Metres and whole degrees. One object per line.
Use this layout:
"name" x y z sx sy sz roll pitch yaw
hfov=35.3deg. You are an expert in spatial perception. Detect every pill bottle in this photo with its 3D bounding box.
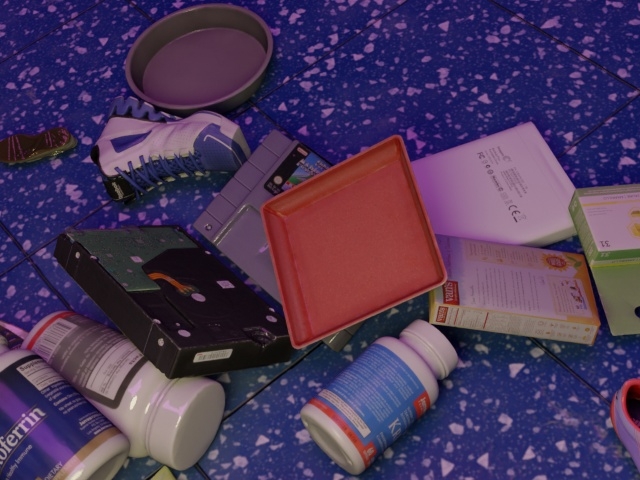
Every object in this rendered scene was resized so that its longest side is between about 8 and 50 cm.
"pill bottle" -0.399 0.242 1.353 0.265 0.153 0.153 39 67 11
"pill bottle" -0.293 0.220 1.476 0.283 0.161 0.161 20 59 22
"pill bottle" 0.089 0.215 1.430 0.221 0.124 0.124 -40 57 -19

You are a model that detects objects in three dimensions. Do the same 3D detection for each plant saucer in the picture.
"plant saucer" 0.050 0.007 1.506 0.259 0.048 0.258 -26 60 20

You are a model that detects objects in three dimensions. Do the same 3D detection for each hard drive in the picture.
"hard drive" -0.223 0.083 1.534 0.237 0.064 0.339 -2 32 -47
"hard drive" 0.231 -0.053 1.655 0.353 0.047 0.233 -19 53 -4

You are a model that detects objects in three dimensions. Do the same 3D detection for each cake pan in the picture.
"cake pan" -0.232 -0.346 1.960 0.293 0.054 0.293 -5 53 7

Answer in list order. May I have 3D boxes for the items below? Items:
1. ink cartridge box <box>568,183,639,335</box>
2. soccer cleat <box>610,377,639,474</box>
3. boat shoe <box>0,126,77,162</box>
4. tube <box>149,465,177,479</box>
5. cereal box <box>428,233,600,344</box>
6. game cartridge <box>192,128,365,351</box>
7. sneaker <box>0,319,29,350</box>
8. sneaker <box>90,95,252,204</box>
"ink cartridge box" 0.488 0.022 1.514 0.171 0.056 0.235 -4 54 -8
"soccer cleat" 0.458 0.295 1.318 0.083 0.095 0.248 -20 52 -5
"boat shoe" -0.538 -0.176 1.902 0.153 0.048 0.056 -16 75 7
"tube" -0.175 0.409 1.380 0.240 0.062 0.070 33 25 35
"cereal box" 0.280 0.070 1.491 0.240 0.047 0.173 8 36 0
"game cartridge" -0.025 -0.014 1.622 0.355 0.068 0.230 38 92 33
"sneaker" -0.502 0.184 1.603 0.192 0.064 0.086 17 54 19
"sneaker" -0.285 -0.137 1.781 0.316 0.127 0.182 14 61 28
